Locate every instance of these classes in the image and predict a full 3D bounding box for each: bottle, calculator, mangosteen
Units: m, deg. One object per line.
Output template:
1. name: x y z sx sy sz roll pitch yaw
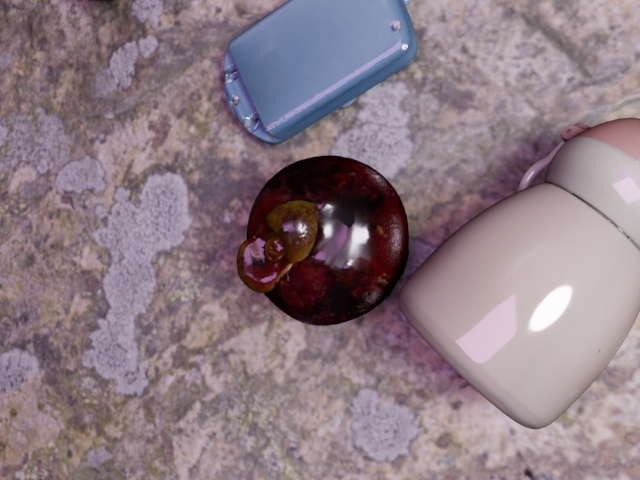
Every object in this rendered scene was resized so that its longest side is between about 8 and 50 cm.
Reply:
1. bottle: 0.186 0.009 0.479 0.236 0.147 0.147 -47 71 6
2. calculator: -0.003 -0.181 0.622 0.210 0.039 0.121 -29 78 18
3. mangosteen: 0.000 0.000 0.551 0.153 0.152 0.152 -2 86 23
